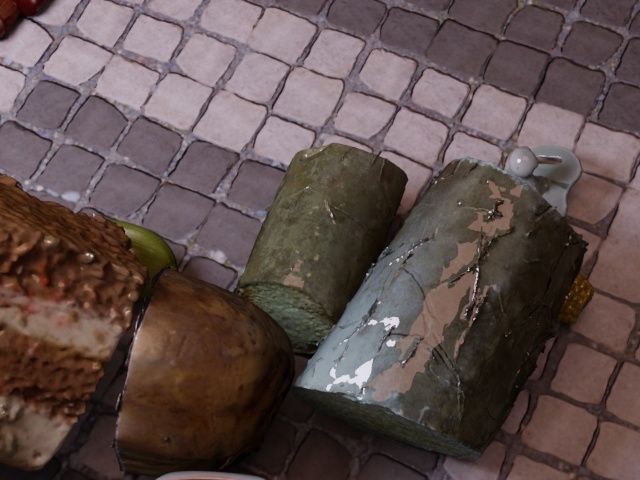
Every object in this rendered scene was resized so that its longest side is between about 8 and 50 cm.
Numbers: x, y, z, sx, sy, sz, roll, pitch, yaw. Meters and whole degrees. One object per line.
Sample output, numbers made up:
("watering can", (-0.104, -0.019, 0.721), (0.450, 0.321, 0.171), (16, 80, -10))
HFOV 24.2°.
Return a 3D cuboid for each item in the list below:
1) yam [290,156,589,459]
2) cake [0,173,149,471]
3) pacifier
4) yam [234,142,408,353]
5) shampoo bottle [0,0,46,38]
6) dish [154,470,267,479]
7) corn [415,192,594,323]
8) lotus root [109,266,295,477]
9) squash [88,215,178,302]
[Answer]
("yam", (0.151, 0.093, 1.784), (0.241, 0.241, 0.348), (29, 80, 16))
("cake", (-0.374, 0.090, 1.721), (0.256, 0.282, 0.290), (22, 96, -20))
("pacifier", (0.276, -0.082, 1.986), (0.127, 0.116, 0.150), (12, 62, 37))
("yam", (0.000, 0.000, 1.918), (0.161, 0.161, 0.268), (18, 64, 10))
("shampoo bottle", (-0.424, -0.408, 2.206), (0.102, 0.064, 0.260), (27, 65, 11))
("dish", (-0.125, 0.352, 1.710), (0.151, 0.212, 0.077), (3, 20, -3))
("corn", (0.233, 0.020, 1.940), (0.260, 0.091, 0.091), (32, 57, 12))
("lotus root", (-0.136, 0.173, 1.765), (0.192, 0.272, 0.272), (19, 62, 0))
("squash", (-0.274, 0.027, 1.924), (0.187, 0.123, 0.123), (3, 60, 3))
